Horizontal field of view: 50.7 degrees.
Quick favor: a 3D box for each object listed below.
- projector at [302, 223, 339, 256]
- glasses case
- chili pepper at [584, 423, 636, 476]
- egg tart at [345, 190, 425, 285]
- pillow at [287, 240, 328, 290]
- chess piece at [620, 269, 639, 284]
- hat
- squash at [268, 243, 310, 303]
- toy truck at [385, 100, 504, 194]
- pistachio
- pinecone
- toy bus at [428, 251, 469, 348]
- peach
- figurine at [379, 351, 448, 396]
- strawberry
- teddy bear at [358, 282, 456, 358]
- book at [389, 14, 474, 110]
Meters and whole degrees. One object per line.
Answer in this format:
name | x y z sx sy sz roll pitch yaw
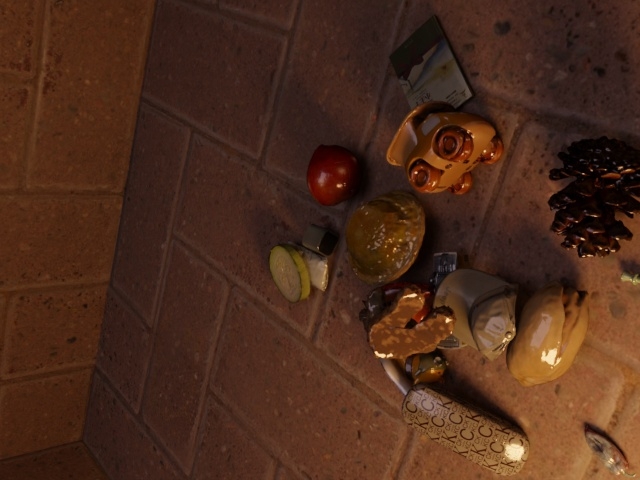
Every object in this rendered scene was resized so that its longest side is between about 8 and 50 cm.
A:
projector | 0.000 0.000 2.287 0.082 0.083 0.083 22 83 44
glasses case | 0.390 0.508 1.835 0.355 0.085 0.137 25 104 16
chili pepper | 0.688 0.509 1.626 0.050 0.041 0.153 -35 59 -4
egg tart | 0.172 -0.018 2.027 0.319 0.128 0.319 -30 50 44
pillow | -0.051 0.089 2.378 0.229 0.051 0.128 22 114 46
chess piece | 0.735 0.092 1.556 0.093 0.042 0.042 17 105 51
hat | 0.392 0.189 1.741 0.245 0.149 0.214 19 100 23
squash | -0.111 0.112 2.397 0.219 0.041 0.219 34 133 45
toy truck | 0.333 -0.246 1.844 0.288 0.204 0.211 -52 54 37
pistachio | 0.554 0.239 1.670 0.181 0.162 0.293 -98 21 -66
pinecone | 0.633 -0.090 1.525 0.246 0.246 0.292 33 134 41
toy bus | 0.371 0.166 1.896 0.092 0.106 0.268 -5 86 42
peach | 0.042 -0.217 2.171 0.197 0.197 0.197 3 94 47
figurine | 0.276 0.346 1.990 0.141 0.166 0.250 -48 56 19
strawberry | 0.246 0.171 2.015 0.174 0.098 0.228 43 120 -9
teddy bear | 0.232 0.215 1.855 0.246 0.222 0.296 38 121 -7
book | 0.318 -0.484 1.975 0.201 0.026 0.289 -37 65 40
